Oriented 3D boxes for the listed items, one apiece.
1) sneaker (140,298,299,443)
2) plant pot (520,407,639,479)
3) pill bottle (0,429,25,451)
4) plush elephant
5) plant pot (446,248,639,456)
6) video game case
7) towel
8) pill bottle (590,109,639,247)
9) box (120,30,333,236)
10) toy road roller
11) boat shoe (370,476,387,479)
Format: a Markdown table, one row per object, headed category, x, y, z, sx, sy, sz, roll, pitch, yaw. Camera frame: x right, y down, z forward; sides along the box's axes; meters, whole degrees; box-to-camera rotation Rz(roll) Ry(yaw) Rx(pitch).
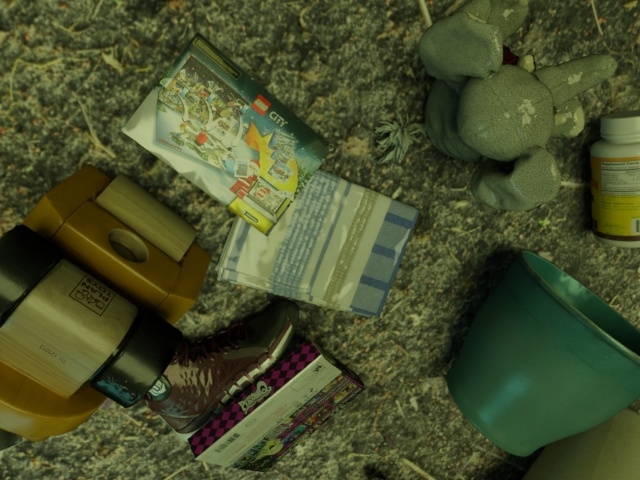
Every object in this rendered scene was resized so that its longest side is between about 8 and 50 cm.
| category | x | y | z | sx | sy | sz | roll | pitch | yaw |
| --- | --- | --- | --- | --- | --- | --- | --- | --- | --- |
| sneaker | -0.172 | 0.168 | 0.737 | 0.162 | 0.106 | 0.281 | 41 | 93 | -16 |
| plant pot | 0.529 | 0.464 | 0.889 | 0.334 | 0.334 | 0.305 | 32 | 84 | -19 |
| pill bottle | -0.452 | 0.147 | 0.651 | 0.131 | 0.130 | 0.245 | -2 | 105 | -13 |
| plush elephant | 0.250 | -0.189 | 0.658 | 0.330 | 0.255 | 0.271 | -30 | 109 | -4 |
| plant pot | 0.354 | 0.197 | 0.797 | 0.272 | 0.271 | 0.255 | 28 | 112 | -18 |
| video game case | -0.055 | 0.269 | 0.767 | 0.232 | 0.042 | 0.210 | -40 | 143 | 0 |
| towel | 0.000 | 0.000 | 0.769 | 0.285 | 0.034 | 0.209 | 17 | 98 | -19 |
| pill bottle | 0.519 | -0.104 | 0.816 | 0.117 | 0.117 | 0.214 | -14 | 107 | -9 |
| box | -0.120 | -0.136 | 0.662 | 0.233 | 0.044 | 0.159 | 38 | 87 | -19 |
| toy road roller | -0.297 | 0.081 | 0.589 | 0.202 | 0.329 | 0.241 | 41 | 110 | -19 |
| boat shoe | 0.182 | 0.518 | 0.917 | 0.088 | 0.096 | 0.267 | -38 | 111 | -6 |
